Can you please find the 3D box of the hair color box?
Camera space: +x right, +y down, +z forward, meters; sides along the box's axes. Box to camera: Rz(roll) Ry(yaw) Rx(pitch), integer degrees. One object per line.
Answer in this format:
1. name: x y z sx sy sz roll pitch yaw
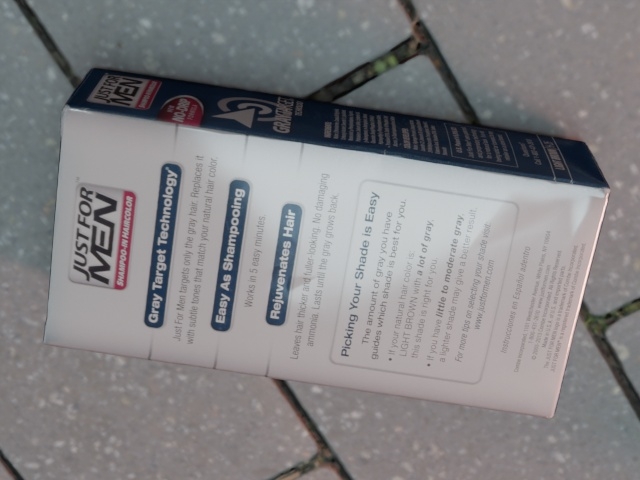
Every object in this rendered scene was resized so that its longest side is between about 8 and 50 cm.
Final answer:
1. hair color box: 0.000 0.000 0.906 0.347 0.105 0.173 9 112 -3
